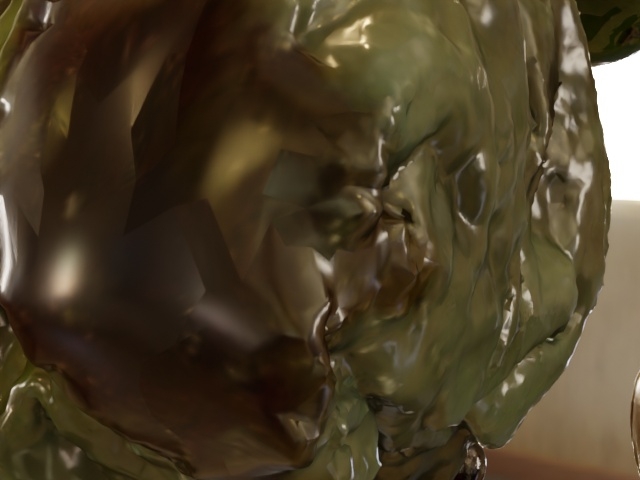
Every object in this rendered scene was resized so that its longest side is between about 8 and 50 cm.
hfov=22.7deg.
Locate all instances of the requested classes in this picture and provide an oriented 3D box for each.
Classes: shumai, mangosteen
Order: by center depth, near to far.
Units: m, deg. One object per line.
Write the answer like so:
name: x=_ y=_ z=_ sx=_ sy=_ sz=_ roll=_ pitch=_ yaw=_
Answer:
shumai: x=0.000 y=0.000 z=0.554 sx=0.304 sy=0.309 sz=0.263 roll=9 pitch=3 yaw=-12
mangosteen: x=0.139 y=0.239 z=1.693 sx=0.081 sy=0.081 sz=0.081 roll=1 pitch=8 yaw=0

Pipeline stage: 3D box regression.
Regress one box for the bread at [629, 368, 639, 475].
bread: x=0.209 y=0.115 z=0.687 sx=0.114 sy=0.189 sz=0.077 roll=-28 pitch=-9 yaw=-10

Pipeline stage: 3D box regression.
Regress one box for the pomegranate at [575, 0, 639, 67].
pomegranate: x=0.174 y=-0.266 z=1.126 sx=0.236 sy=0.302 sz=0.236 roll=-19 pitch=-11 yaw=-4
